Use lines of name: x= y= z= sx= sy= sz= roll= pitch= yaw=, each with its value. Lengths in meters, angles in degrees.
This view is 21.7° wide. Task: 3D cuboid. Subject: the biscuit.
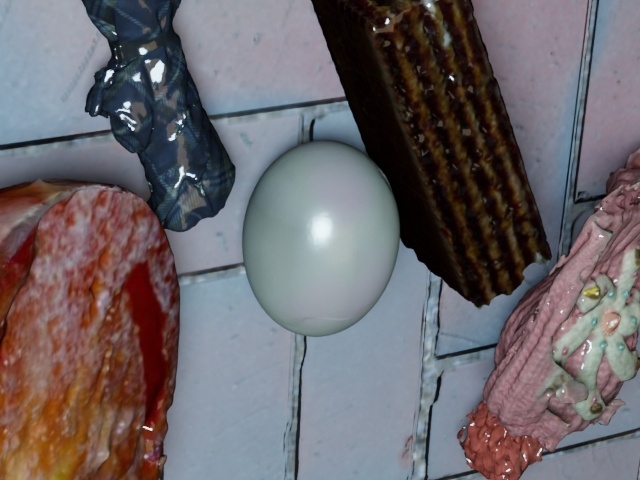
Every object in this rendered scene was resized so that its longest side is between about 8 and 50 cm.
biscuit: x=0.073 y=-0.073 z=1.095 sx=0.070 sy=0.106 sz=0.252 roll=-30 pitch=125 yaw=-11

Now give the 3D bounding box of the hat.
hat: x=0.190 y=0.071 z=1.215 sx=0.236 sy=0.107 sz=0.286 roll=-16 pitch=138 yaw=-56

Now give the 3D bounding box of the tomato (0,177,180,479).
tomato: x=-0.223 y=0.093 z=0.983 sx=0.309 sy=0.170 sz=0.309 roll=-43 pitch=140 yaw=-50

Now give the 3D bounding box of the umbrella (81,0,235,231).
umbrella: x=-0.111 y=-0.114 z=1.002 sx=0.071 sy=0.080 sz=0.224 roll=-6 pitch=120 yaw=13

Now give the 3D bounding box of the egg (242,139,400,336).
egg: x=0.000 y=0.000 z=1.094 sx=0.103 sy=0.103 sz=0.135 roll=-6 pitch=118 yaw=-26
